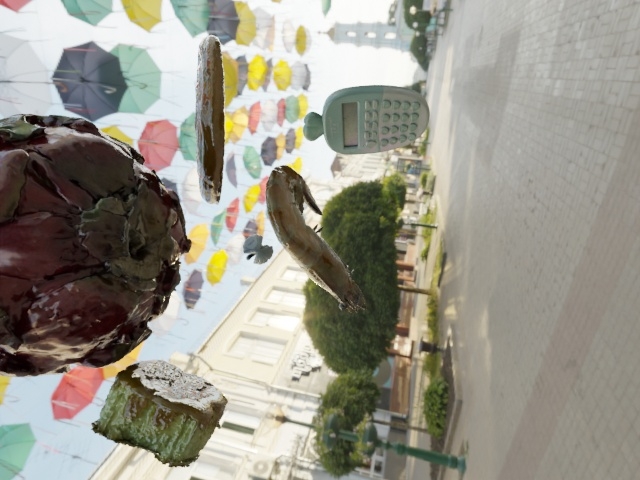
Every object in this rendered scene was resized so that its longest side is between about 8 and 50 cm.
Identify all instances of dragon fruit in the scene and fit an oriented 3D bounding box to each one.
[{"bbox_3d":[-0.330,0.002,0.508,0.329,0.328,0.330,9,-90,-79],"label":"dragon fruit"}]

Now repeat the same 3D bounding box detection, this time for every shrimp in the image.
[{"bbox_3d":[0.000,0.000,0.676,0.296,0.058,0.169,53,-150,-36],"label":"shrimp"}]

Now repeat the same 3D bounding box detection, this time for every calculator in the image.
[{"bbox_3d":[0.104,-0.277,0.959,0.184,0.294,0.042,83,-174,-54],"label":"calculator"}]

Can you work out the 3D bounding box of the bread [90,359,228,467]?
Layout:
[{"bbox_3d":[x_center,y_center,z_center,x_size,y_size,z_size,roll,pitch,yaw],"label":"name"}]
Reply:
[{"bbox_3d":[-0.176,0.195,0.478,0.140,0.127,0.069,108,-174,-80],"label":"bread"}]

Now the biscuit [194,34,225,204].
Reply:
[{"bbox_3d":[-0.181,-0.185,0.657,0.262,0.037,0.262,179,90,-71],"label":"biscuit"}]

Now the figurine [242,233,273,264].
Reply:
[{"bbox_3d":[-0.207,0.036,1.364,0.094,0.082,0.086,-42,-37,-3],"label":"figurine"}]
